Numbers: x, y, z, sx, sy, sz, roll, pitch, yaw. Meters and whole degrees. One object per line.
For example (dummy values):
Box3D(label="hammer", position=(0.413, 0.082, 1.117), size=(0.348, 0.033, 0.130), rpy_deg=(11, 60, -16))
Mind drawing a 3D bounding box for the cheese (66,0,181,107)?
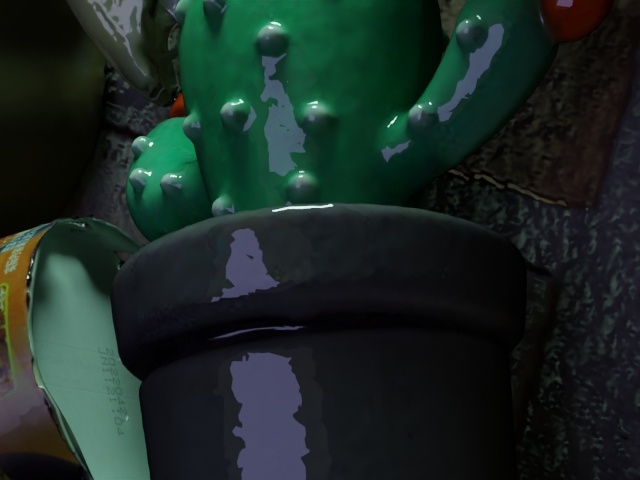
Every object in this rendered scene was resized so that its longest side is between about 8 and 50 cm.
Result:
Box3D(label="cheese", position=(-0.132, -0.197, 0.824), size=(0.235, 0.050, 0.127), rpy_deg=(44, 109, 3))

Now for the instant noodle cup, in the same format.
Box3D(label="instant noodle cup", position=(-0.168, 0.100, 0.782), size=(0.182, 0.230, 0.230), rpy_deg=(-23, 73, 22))

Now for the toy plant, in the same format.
Box3D(label="toy plant", position=(-0.006, 0.004, 0.676), size=(0.279, 0.185, 0.400), rpy_deg=(142, 127, -62))

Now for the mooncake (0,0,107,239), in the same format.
Box3D(label="mooncake", position=(-0.324, -0.126, 0.935), size=(0.378, 0.200, 0.379), rpy_deg=(-2, 87, 39))
